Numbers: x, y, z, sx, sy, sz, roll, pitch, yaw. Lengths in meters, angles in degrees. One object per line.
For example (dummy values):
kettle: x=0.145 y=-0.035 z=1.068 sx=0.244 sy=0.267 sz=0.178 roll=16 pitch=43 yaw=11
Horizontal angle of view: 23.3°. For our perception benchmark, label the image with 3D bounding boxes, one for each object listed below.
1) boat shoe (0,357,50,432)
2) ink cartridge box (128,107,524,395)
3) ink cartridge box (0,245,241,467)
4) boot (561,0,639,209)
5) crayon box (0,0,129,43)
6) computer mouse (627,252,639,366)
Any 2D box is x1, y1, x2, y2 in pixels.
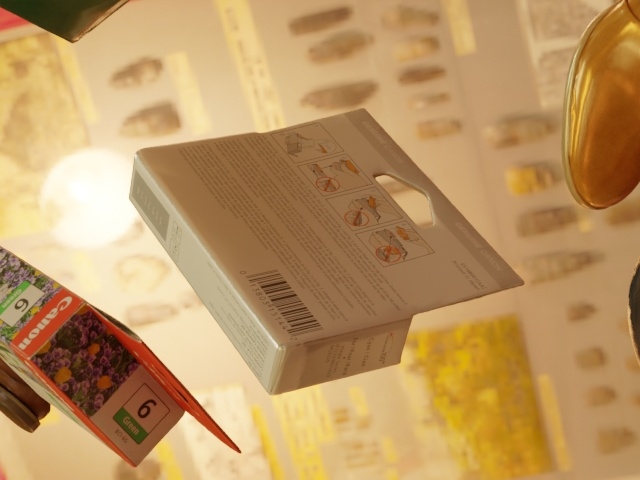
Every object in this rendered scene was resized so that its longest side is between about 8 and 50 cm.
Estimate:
boat shoe: x=-0.366 y=0.106 z=1.725 sx=0.307 sy=0.104 sz=0.110 roll=31 pitch=159 yaw=49
ink cartridge box: x=0.000 y=0.000 z=1.456 sx=0.296 sy=0.261 sz=0.066 roll=51 pitch=141 yaw=39
ink cartridge box: x=-0.080 y=0.044 z=0.528 sx=0.115 sy=0.029 sz=0.063 roll=25 pitch=157 yaw=52
boot: x=0.306 y=-0.141 z=1.161 sx=0.104 sy=0.211 sz=0.295 roll=9 pitch=-79 yaw=-41
crayon box: x=-0.251 y=-0.359 z=1.038 sx=0.313 sy=0.106 sz=0.363 roll=24 pitch=-127 yaw=-35
computer mouse: x=0.260 y=0.103 z=0.870 sx=0.272 sy=0.072 sz=0.188 roll=39 pitch=-150 yaw=-14
